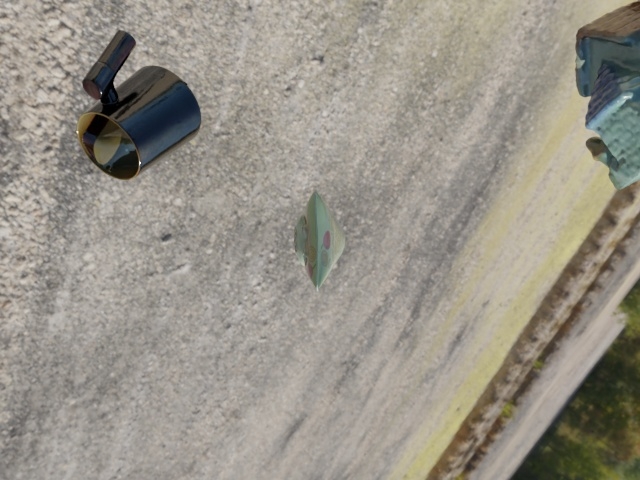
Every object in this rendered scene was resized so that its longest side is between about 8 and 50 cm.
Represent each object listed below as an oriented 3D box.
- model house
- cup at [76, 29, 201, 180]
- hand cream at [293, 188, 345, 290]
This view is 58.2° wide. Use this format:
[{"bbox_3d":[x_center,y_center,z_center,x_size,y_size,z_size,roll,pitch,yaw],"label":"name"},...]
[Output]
[{"bbox_3d":[0.241,-0.133,0.405,0.148,0.148,0.119,-26,170,-5],"label":"model house"},{"bbox_3d":[-0.361,-0.247,1.073,0.239,0.166,0.177,60,42,-24],"label":"cup"},{"bbox_3d":[0.000,0.000,0.969,0.306,0.093,0.147,66,24,-90],"label":"hand cream"}]
